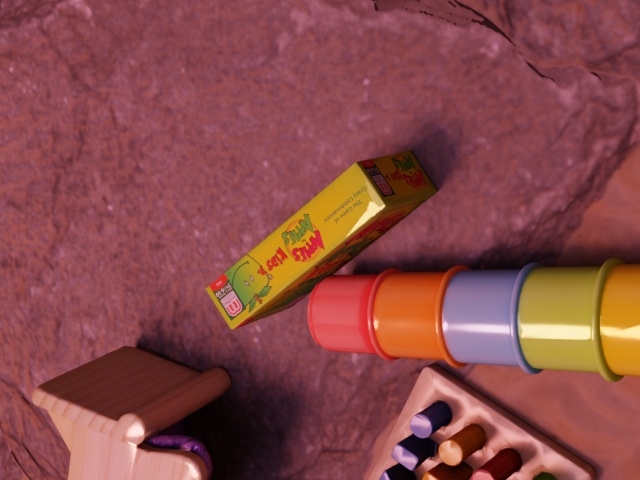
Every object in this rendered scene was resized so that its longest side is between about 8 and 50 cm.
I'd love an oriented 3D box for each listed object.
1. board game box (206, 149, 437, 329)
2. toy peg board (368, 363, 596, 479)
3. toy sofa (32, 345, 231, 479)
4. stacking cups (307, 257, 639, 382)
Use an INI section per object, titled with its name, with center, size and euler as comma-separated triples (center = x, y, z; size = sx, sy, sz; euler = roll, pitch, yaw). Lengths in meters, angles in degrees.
[board game box]
center = 0.000, 0.000, 1.034
size = 0.181, 0.092, 0.043
euler = -39, 78, 30
[toy peg board]
center = 0.106, 0.213, 1.019
size = 0.160, 0.079, 0.161
euler = 33, 113, 22
[toy sofa]
center = -0.166, 0.295, 1.155
size = 0.177, 0.150, 0.363
euler = 17, 107, 22
[stacking cups]
center = 0.136, 0.051, 0.970
size = 0.316, 0.096, 0.096
euler = 3, 100, 34
